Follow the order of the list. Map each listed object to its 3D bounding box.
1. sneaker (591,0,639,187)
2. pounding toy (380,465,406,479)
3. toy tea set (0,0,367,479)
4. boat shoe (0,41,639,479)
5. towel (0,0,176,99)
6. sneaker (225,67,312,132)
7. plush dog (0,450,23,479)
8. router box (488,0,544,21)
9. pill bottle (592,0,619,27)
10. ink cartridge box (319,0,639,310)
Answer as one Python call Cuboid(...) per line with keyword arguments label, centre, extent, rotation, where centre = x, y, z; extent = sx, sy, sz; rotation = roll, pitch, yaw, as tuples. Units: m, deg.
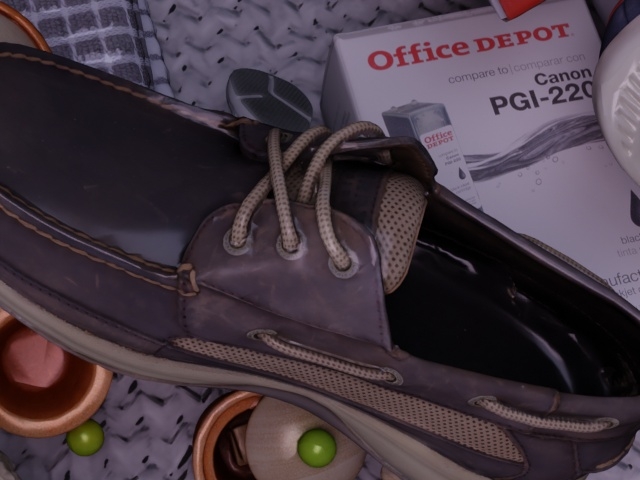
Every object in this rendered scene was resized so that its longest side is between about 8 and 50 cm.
Cuboid(label="sneaker", centre=(0.278, -0.013, 0.720), extent=(0.350, 0.131, 0.148), rotation=(46, 24, -18))
Cuboid(label="pounding toy", centre=(-0.010, 0.191, 0.646), extent=(0.094, 0.206, 0.181), rotation=(4, 87, 34))
Cuboid(label="toy tea set", centre=(-0.113, 0.018, 0.659), extent=(0.336, 0.124, 0.200), rotation=(26, 84, -13))
Cuboid(label="boat shoe", centre=(0.000, 0.000, 0.577), extent=(0.355, 0.130, 0.132), rotation=(24, 51, -19))
Cuboid(label="towel", centre=(-0.238, -0.134, 0.779), extent=(0.284, 0.121, 0.235), rotation=(-12, 69, -9))
Cuboid(label="sneaker", centre=(-0.027, -0.043, 0.790), extent=(0.054, 0.061, 0.152), rotation=(4, 42, -30))
Cuboid(label="plush dog", centre=(-0.160, 0.170, 0.596), extent=(0.211, 0.225, 0.262), rotation=(-15, 69, -10))
Cuboid(label="router box", centre=(0.170, -0.301, 0.758), extent=(0.301, 0.082, 0.335), rotation=(-29, 36, 9))
Cuboid(label="pill bottle", centre=(0.334, -0.258, 0.826), extent=(0.210, 0.210, 0.363), rotation=(33, 68, 10))
Cuboid(label="ink cartridge box", centre=(0.103, -0.022, 0.772), extent=(0.159, 0.092, 0.217), rotation=(-12, 66, -10))
